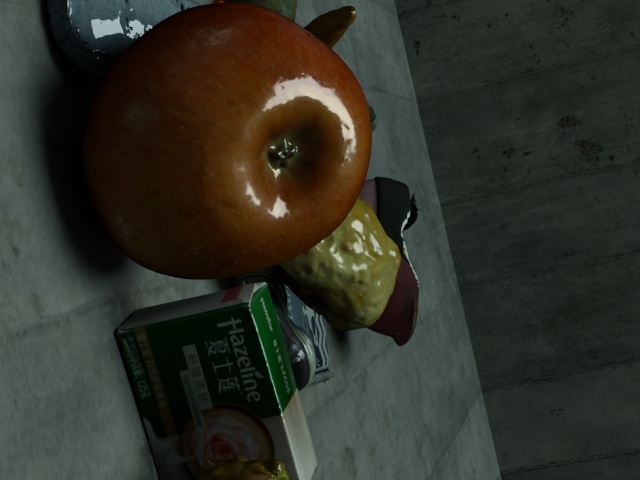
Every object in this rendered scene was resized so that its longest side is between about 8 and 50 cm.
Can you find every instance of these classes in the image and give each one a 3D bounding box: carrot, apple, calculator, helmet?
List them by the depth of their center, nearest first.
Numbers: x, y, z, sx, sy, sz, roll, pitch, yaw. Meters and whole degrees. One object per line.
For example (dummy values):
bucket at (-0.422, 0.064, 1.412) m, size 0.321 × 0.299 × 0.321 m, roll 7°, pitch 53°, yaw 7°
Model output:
apple at (-0.081, -0.088, 1.245) m, size 0.272 × 0.206 × 0.251 m, roll -5°, pitch 115°, yaw -37°
calculator at (-0.033, 0.116, 1.819) m, size 0.274 × 0.028 × 0.166 m, roll 5°, pitch 76°, yaw -75°
carrot at (-0.019, -0.260, 1.859) m, size 0.336 × 0.069 × 0.069 m, roll 146°, pitch -65°, yaw -68°
helmet at (0.072, 0.027, 2.089) m, size 0.198 × 0.154 × 0.253 m, roll 132°, pitch -34°, yaw -82°

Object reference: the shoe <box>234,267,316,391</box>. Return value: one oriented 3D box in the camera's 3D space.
shoe at (-0.062, 0.120, 1.602) m, size 0.099 × 0.071 × 0.169 m, roll -68°, pitch 140°, yaw -63°

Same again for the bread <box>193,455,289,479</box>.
bread at (-0.081, 0.307, 1.169) m, size 0.222 × 0.096 × 0.181 m, roll -59°, pitch 139°, yaw -49°

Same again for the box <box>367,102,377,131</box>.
box at (-0.021, -0.169, 1.853) m, size 0.093 × 0.172 × 0.124 m, roll 66°, pitch 7°, yaw 20°

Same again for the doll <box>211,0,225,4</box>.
doll at (-0.133, -0.146, 1.493) m, size 0.200 × 0.105 × 0.336 m, roll 60°, pitch 29°, yaw -47°

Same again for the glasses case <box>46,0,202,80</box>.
glasses case at (-0.153, -0.190, 1.342) m, size 0.282 × 0.067 × 0.109 m, roll 18°, pitch 59°, yaw -50°

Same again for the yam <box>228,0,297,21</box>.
yam at (-0.079, -0.295, 1.835) m, size 0.259 × 0.106 × 0.106 m, roll -89°, pitch 162°, yaw -45°

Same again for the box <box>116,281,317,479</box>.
box at (-0.094, 0.150, 1.278) m, size 0.081 × 0.135 × 0.199 m, roll -59°, pitch 134°, yaw -71°

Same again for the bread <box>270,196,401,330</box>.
bread at (0.000, 0.000, 1.638) m, size 0.244 × 0.134 × 0.244 m, roll 43°, pitch -8°, yaw 8°
